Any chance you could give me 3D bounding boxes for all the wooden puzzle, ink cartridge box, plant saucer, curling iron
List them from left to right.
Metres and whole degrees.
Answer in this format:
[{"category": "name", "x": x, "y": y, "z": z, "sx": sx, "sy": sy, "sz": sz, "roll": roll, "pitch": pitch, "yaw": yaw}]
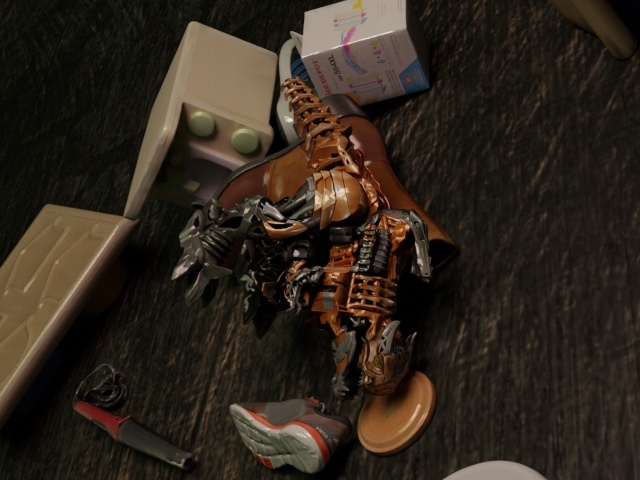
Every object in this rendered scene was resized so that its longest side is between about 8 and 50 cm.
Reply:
[{"category": "wooden puzzle", "x": -0.382, "y": 0.103, "z": 1.640, "sx": 0.322, "sy": 0.080, "sz": 0.348, "roll": -57, "pitch": 27, "yaw": -16}, {"category": "curling iron", "x": -0.208, "y": 0.197, "z": 1.347, "sx": 0.068, "sy": 0.035, "sz": 0.274, "roll": -54, "pitch": 31, "yaw": -9}, {"category": "ink cartridge box", "x": 0.044, "y": -0.215, "z": 1.402, "sx": 0.143, "sy": 0.092, "sz": 0.090, "roll": -14, "pitch": 42, "yaw": 16}, {"category": "plant saucer", "x": 0.065, "y": 0.150, "z": 1.080, "sx": 0.083, "sy": 0.013, "sz": 0.083, "roll": -32, "pitch": 34, "yaw": 24}]

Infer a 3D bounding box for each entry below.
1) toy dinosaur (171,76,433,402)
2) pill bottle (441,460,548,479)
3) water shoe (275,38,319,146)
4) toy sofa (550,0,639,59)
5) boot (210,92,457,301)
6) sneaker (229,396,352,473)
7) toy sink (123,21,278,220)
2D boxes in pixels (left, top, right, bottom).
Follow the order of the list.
[{"category": "toy dinosaur", "x": 0.000, "y": 0.000, "z": 1.155, "sx": 0.218, "sy": 0.164, "sz": 0.322, "roll": -21, "pitch": 42, "yaw": 22}, {"category": "pill bottle", "x": 0.142, "y": 0.226, "z": 0.706, "sx": 0.119, "sy": 0.208, "sz": 0.119, "roll": -32, "pitch": 34, "yaw": 25}, {"category": "water shoe", "x": -0.007, "y": -0.183, "z": 1.513, "sx": 0.080, "sy": 0.073, "sz": 0.203, "roll": -10, "pitch": 42, "yaw": 10}, {"category": "toy sofa", "x": 0.359, "y": -0.350, "z": 1.143, "sx": 0.362, "sy": 0.150, "sz": 0.177, "roll": -46, "pitch": 36, "yaw": 3}, {"category": "boot", "x": -0.003, "y": 0.014, "z": 1.287, "sx": 0.264, "sy": 0.096, "sz": 0.280, "roll": -39, "pitch": 44, "yaw": 12}, {"category": "sneaker", "x": -0.025, "y": 0.175, "z": 1.142, "sx": 0.065, "sy": 0.061, "sz": 0.158, "roll": -32, "pitch": 23, "yaw": -29}, {"category": "toy sink", "x": -0.138, "y": -0.127, "z": 1.492, "sx": 0.234, "sy": 0.131, "sz": 0.153, "roll": -86, "pitch": 20, "yaw": -49}]
